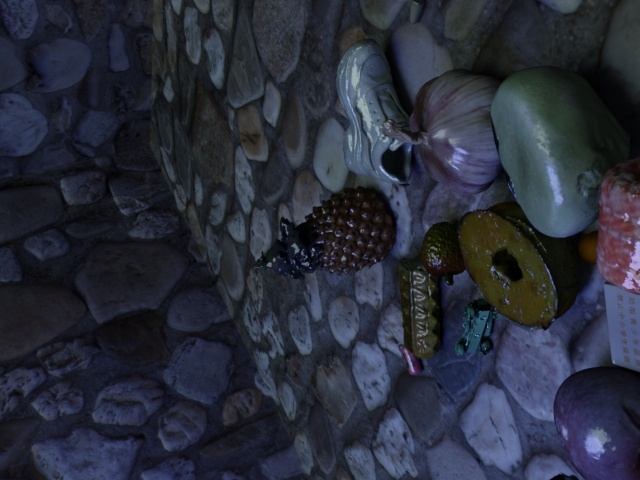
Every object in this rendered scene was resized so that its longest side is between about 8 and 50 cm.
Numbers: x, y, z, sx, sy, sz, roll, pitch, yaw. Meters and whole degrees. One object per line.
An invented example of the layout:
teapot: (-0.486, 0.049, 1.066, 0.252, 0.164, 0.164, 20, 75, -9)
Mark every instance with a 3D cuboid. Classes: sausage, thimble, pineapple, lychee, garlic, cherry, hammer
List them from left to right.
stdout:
pineapple: (0.001, 0.000, 1.808, 0.223, 0.357, 0.223, 49, 149, 44)
hammer: (0.167, -0.550, 1.520, 0.060, 0.028, 0.195, 102, 146, -57)
hammer: (0.244, 0.318, 1.881, 0.043, 0.043, 0.083, -27, 82, 65)
garlic: (0.227, -0.208, 1.346, 0.245, 0.253, 0.245, 173, 90, -65)
lychee: (0.274, 0.030, 1.550, 0.114, 0.114, 0.147, 140, 125, -63)
sausage: (0.489, 0.015, 1.170, 0.183, 0.054, 0.062, 16, 92, 64)
cherry: (0.501, 0.322, 1.192, 0.266, 0.183, 0.214, -131, 39, -69)
thimble: (0.491, -0.022, 0.936, 0.239, 0.239, 0.162, 26, 131, 57)

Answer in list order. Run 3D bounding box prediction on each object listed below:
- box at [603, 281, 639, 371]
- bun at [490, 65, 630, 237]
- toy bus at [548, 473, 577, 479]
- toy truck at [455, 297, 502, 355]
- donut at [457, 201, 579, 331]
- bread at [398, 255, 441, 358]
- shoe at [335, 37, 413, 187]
box: (0.559, 0.143, 1.093, 0.233, 0.067, 0.150, 12, 118, 62)
bun: (0.394, -0.154, 1.128, 0.283, 0.179, 0.283, -21, -90, -89)
toy bus: (0.527, 0.553, 1.405, 0.195, 0.081, 0.089, 23, 135, 59)
toy truck: (0.341, 0.187, 1.563, 0.078, 0.080, 0.154, -103, 14, -50)
donut: (0.380, 0.037, 1.322, 0.272, 0.107, 0.272, 55, 162, 28)
bread: (0.245, 0.169, 1.730, 0.087, 0.098, 0.270, -62, -31, -63)
shoe: (0.147, -0.282, 1.612, 0.210, 0.132, 0.342, 36, 140, 47)
